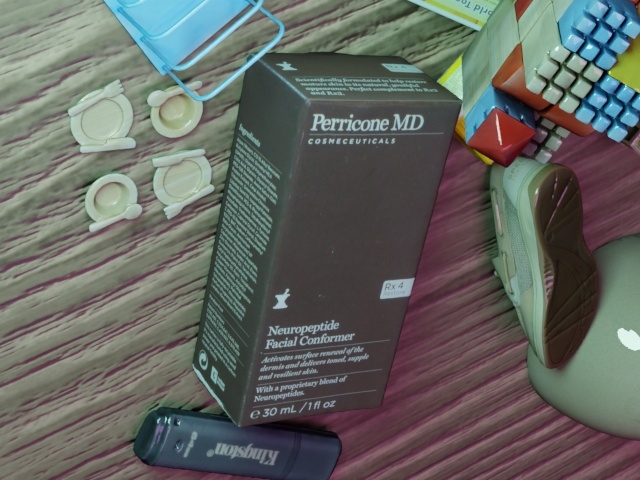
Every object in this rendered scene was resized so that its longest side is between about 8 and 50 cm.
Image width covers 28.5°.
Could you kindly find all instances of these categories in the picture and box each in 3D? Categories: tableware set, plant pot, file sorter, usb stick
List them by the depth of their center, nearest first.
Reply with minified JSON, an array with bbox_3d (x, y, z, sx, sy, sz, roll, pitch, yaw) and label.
[{"bbox_3d":[-0.127,-0.230,1.140,0.118,0.104,0.170,-41,131,-5],"label":"file sorter"},{"bbox_3d":[-0.175,-0.087,1.255,0.141,0.020,0.169,-18,127,-22],"label":"tableware set"},{"bbox_3d":[-0.091,0.247,1.500,0.278,0.045,0.077,16,110,-38],"label":"usb stick"},{"bbox_3d":[0.448,0.160,1.692,0.284,0.191,0.284,-16,126,-23],"label":"plant pot"}]

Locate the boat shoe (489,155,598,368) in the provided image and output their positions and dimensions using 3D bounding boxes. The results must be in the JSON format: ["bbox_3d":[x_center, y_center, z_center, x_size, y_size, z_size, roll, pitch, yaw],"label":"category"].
[{"bbox_3d":[0.268,0.025,1.558,0.109,0.098,0.302,-36,130,-26],"label":"boat shoe"}]

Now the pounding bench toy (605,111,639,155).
[{"bbox_3d":[0.399,-0.132,1.560,0.083,0.065,0.052,33,98,-40],"label":"pounding bench toy"}]

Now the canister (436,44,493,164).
[{"bbox_3d":[0.207,-0.181,1.404,0.170,0.073,0.126,-47,132,3],"label":"canister"}]

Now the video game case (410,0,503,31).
[{"bbox_3d":[0.214,-0.297,1.269,0.227,0.026,0.206,21,122,-9],"label":"video game case"}]

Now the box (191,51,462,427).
[{"bbox_3d":[0.000,0.000,1.344,0.191,0.143,0.381,-4,118,-30],"label":"box"}]

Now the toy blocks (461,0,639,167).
[{"bbox_3d":[0.249,-0.201,1.157,0.191,0.261,0.381,28,122,-13],"label":"toy blocks"}]
